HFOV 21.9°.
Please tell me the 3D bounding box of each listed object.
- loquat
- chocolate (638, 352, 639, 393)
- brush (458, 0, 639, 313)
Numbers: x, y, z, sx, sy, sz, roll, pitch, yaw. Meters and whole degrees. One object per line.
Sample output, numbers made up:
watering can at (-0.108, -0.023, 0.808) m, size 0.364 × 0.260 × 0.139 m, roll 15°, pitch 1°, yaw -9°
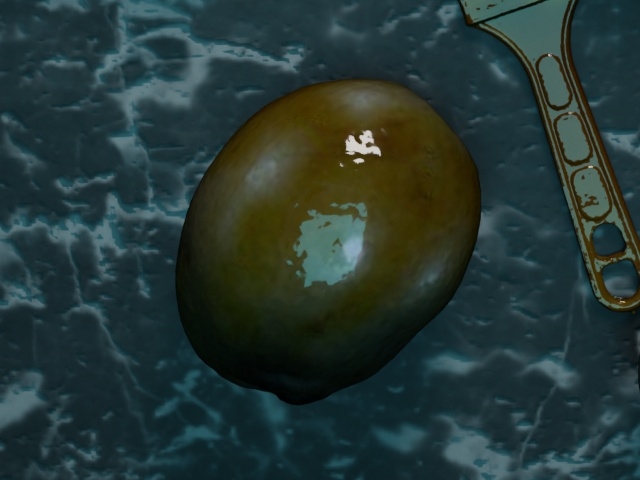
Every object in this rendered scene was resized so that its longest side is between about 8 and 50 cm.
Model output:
loquat at (0.000, 0.000, 1.086) m, size 0.179 × 0.179 × 0.227 m, roll 43°, pitch 96°, yaw -3°
chocolate at (0.285, 0.093, 1.090) m, size 0.147 × 0.221 × 0.221 m, roll 3°, pitch 100°, yaw 26°
brush at (0.167, -0.095, 1.137) m, size 0.090 × 0.017 × 0.314 m, roll -19°, pitch 98°, yaw 10°
